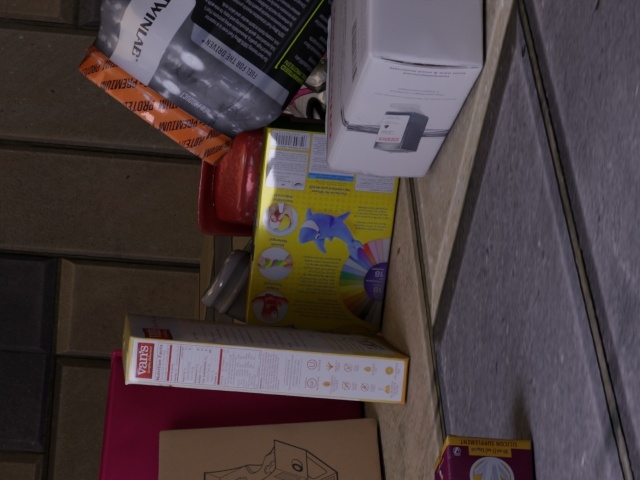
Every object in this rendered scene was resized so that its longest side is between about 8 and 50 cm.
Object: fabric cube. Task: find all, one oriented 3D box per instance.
[{"bbox_3d":[-0.096,0.292,1.824,0.258,0.254,0.259,-94,11,-48],"label":"fabric cube"}]

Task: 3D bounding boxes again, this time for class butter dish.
[{"bbox_3d":[-0.053,-0.074,2.252,0.118,0.160,0.160,23,110,58],"label":"butter dish"}]

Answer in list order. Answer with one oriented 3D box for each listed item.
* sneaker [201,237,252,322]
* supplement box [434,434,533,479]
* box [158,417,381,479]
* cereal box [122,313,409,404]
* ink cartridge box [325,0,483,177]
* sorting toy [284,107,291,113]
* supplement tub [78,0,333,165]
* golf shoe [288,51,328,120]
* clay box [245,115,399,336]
[{"bbox_3d":[-0.065,0.064,2.330,0.105,0.115,0.281,-55,-3,16],"label":"sneaker"},{"bbox_3d":[0.100,0.164,1.138,0.043,0.055,0.083,105,166,-56],"label":"supplement box"},{"bbox_3d":[-0.045,0.224,1.667,0.164,0.201,0.021,-94,1,-52],"label":"box"},{"bbox_3d":[-0.054,0.103,1.653,0.173,0.240,0.047,-146,61,-82],"label":"cereal box"},{"bbox_3d":[0.063,-0.162,1.484,0.218,0.092,0.158,117,156,-68],"label":"ink cartridge box"},{"bbox_3d":[-0.008,-0.194,2.282,0.083,0.045,0.075,-61,2,25],"label":"sorting toy"},{"bbox_3d":[-0.063,-0.236,1.657,0.316,0.193,0.193,-55,9,1],"label":"supplement tub"},{"bbox_3d":[-0.007,-0.158,2.133,0.186,0.067,0.086,124,148,-75],"label":"golf shoe"},{"bbox_3d":[0.000,0.000,1.743,0.053,0.127,0.222,-103,20,-70],"label":"clay box"}]
